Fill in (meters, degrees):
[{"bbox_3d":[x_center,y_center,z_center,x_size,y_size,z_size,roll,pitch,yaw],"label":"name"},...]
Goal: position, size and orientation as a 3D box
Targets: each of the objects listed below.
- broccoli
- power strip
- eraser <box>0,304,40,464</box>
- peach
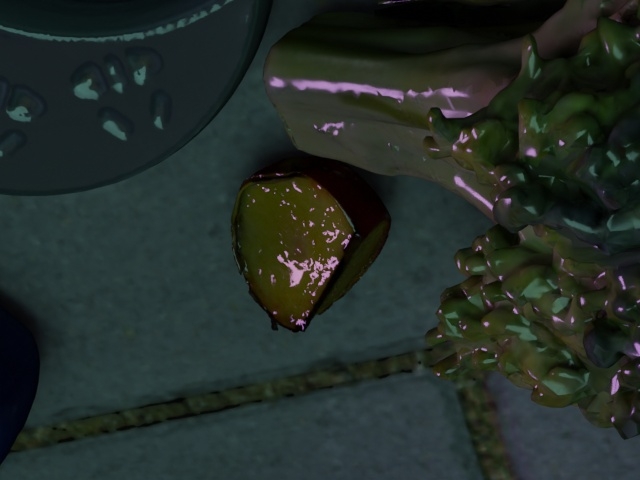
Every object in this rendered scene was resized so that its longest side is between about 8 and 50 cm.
[{"bbox_3d":[0.101,-0.054,0.650,0.243,0.263,0.247,13,89,26],"label":"broccoli"},{"bbox_3d":[-0.153,-0.104,0.698,0.253,0.054,0.167,16,120,-5],"label":"power strip"},{"bbox_3d":[-0.281,0.146,0.830,0.155,0.101,0.332,34,119,-15],"label":"eraser"},{"bbox_3d":[0.000,0.000,0.745,0.077,0.050,0.083,0,113,33],"label":"peach"}]
